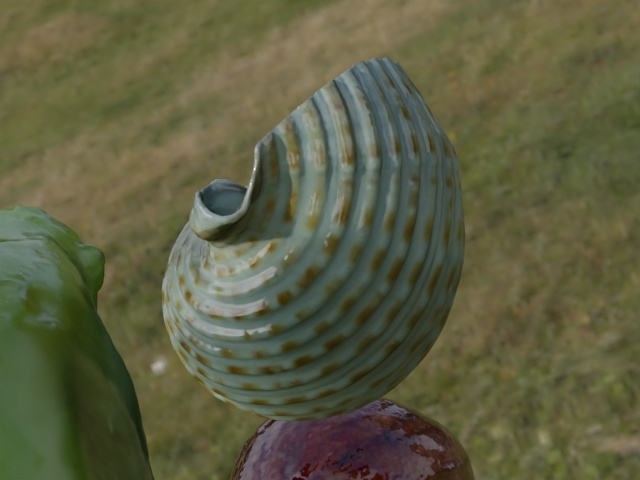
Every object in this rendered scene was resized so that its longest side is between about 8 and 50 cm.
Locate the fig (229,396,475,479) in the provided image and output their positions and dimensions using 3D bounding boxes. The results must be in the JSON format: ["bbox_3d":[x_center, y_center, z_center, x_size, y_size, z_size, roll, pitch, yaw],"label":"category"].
[{"bbox_3d":[-0.002,0.169,1.087,0.202,0.148,0.149,15,-13,-29],"label":"fig"}]

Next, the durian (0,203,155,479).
[{"bbox_3d":[-0.084,0.093,0.428,0.101,0.139,0.250,-24,47,11],"label":"durian"}]

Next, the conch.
[{"bbox_3d":[0.005,0.004,0.628,0.135,0.102,0.153,-53,1,-14],"label":"conch"}]
